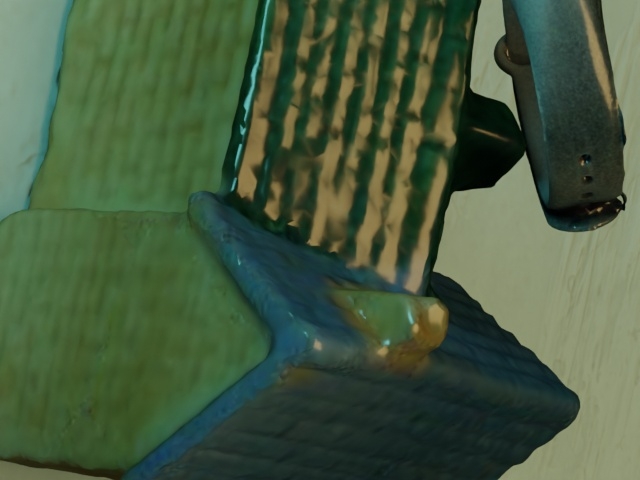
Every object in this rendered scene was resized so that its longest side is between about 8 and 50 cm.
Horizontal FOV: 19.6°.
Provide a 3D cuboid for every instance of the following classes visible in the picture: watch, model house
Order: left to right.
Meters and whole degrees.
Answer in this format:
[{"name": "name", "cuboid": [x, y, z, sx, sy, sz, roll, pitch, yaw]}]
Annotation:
[{"name": "model house", "cuboid": [0.000, 0.000, 1.253, 0.334, 0.343, 0.382, 18, 75, -47]}, {"name": "watch", "cuboid": [0.155, -0.119, 1.221, 0.206, 0.068, 0.193, -93, 175, -65]}]
